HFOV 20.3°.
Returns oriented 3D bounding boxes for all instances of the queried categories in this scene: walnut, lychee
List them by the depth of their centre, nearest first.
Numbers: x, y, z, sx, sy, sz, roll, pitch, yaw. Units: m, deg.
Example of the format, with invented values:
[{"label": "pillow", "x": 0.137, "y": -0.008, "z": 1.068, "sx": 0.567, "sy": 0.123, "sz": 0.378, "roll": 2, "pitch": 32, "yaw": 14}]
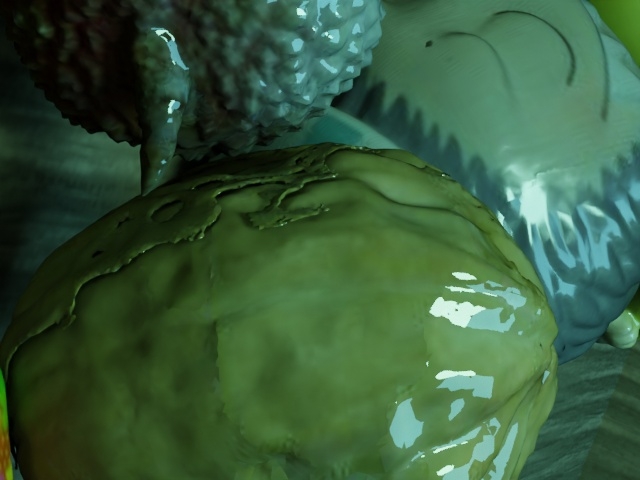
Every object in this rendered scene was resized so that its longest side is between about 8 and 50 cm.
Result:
[{"label": "lychee", "x": -0.053, "y": -0.108, "z": 0.702, "sx": 0.165, "sy": 0.165, "sz": 0.197, "roll": 89, "pitch": 9, "yaw": -48}, {"label": "walnut", "x": -0.018, "y": 0.058, "z": 0.732, "sx": 0.198, "sy": 0.245, "sz": 0.198, "roll": -16, "pitch": 90, "yaw": -72}]

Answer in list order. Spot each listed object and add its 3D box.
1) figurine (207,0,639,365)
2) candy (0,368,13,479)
[{"label": "figurine", "x": 0.000, "y": 0.000, "z": 1.011, "sx": 0.377, "sy": 0.266, "sz": 0.361, "roll": -15, "pitch": 161, "yaw": -27}, {"label": "candy", "x": -0.160, "y": 0.205, "z": 0.622, "sx": 0.124, "sy": 0.124, "sz": 0.365, "roll": 57, "pitch": 22, "yaw": -67}]
